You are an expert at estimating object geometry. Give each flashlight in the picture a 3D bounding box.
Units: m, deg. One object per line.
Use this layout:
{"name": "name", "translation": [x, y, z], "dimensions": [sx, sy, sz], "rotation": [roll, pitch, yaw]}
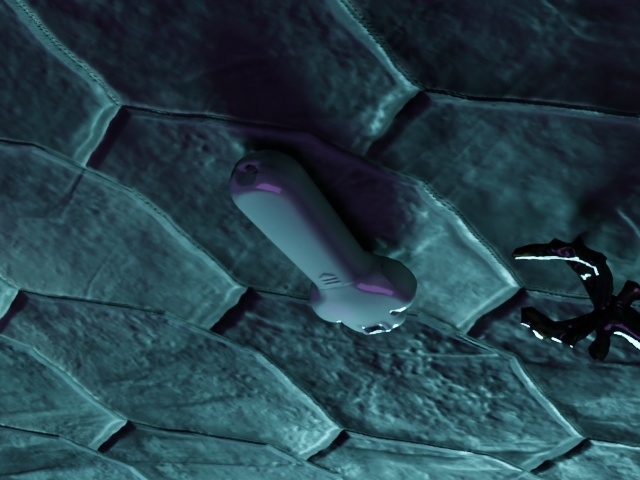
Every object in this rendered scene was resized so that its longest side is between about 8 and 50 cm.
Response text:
{"name": "flashlight", "translation": [0.000, 0.000, 1.170], "dimensions": [0.093, 0.047, 0.200], "rotation": [-12, 134, 35]}

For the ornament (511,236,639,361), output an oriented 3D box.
{"name": "ornament", "translation": [0.250, 0.072, 1.078], "dimensions": [0.236, 0.080, 0.202], "rotation": [26, 177, -16]}
